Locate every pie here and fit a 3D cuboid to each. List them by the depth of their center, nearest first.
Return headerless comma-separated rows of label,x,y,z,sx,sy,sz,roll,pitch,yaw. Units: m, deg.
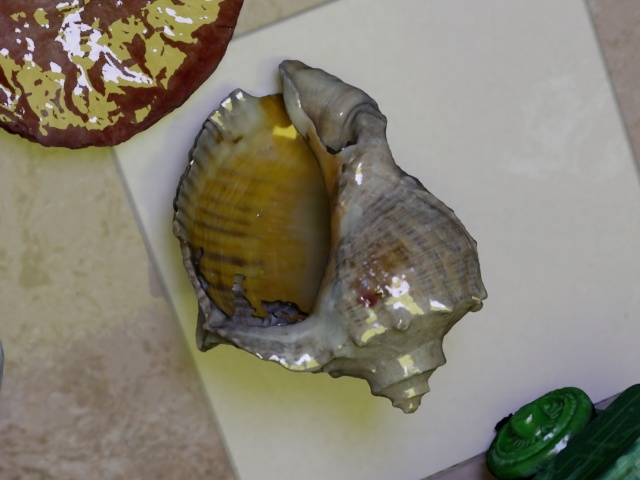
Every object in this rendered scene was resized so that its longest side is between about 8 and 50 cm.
pie,-0.149,-0.160,1.216,0.204,0.054,0.218,44,87,-17

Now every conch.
conch,0.000,0.000,1.238,0.178,0.163,0.245,-9,72,-29

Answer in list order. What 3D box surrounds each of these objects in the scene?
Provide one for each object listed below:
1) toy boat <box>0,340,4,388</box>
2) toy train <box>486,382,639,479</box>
toy boat,-0.292,0.208,1.206,0.276,0.111,0.293,-12,106,0
toy train,0.160,0.202,1.278,0.266,0.202,0.145,-41,106,-19
